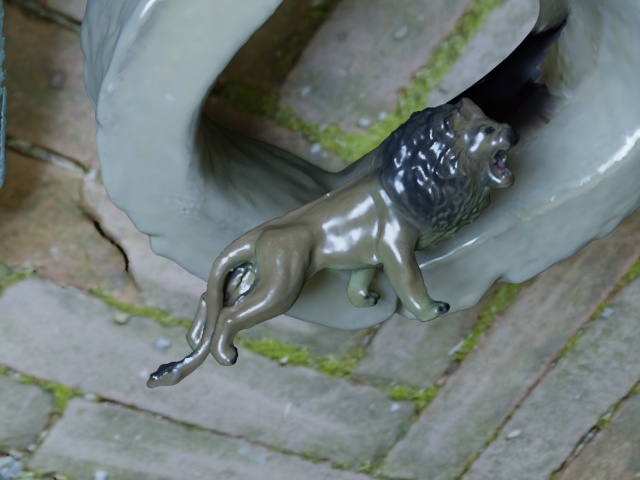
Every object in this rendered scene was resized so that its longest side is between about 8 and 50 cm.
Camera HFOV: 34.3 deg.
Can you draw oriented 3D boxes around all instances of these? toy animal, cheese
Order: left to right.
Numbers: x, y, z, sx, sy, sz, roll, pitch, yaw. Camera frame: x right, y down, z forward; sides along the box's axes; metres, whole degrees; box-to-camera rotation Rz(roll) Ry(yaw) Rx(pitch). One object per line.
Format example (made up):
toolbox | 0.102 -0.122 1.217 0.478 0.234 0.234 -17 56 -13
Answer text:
toy animal | 0.007 0.016 0.516 0.219 0.069 0.086 -35 103 2
cheese | 0.039 -0.102 0.579 0.332 0.153 0.292 -34 123 8

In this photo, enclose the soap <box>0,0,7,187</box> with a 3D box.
soap | -0.226 -0.100 0.481 0.150 0.094 0.261 -28 147 -38
